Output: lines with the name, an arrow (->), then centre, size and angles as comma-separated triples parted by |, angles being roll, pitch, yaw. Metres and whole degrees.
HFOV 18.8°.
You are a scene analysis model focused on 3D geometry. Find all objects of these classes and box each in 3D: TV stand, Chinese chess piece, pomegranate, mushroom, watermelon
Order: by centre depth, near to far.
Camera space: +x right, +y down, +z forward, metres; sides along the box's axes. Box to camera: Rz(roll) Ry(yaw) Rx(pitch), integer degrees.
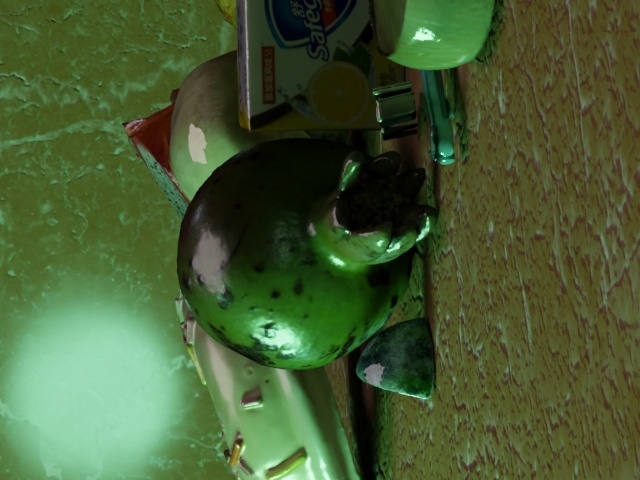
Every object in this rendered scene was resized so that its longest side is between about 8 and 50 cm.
Chinese chess piece -> 0.091, -0.229, 1.535 | 0.188, 0.083, 0.188 | -178, 90, -82
TV stand -> 0.068, -0.116, 1.737 | 0.249, 0.036, 0.042 | -14, -85, -87
watermelon -> 0.077, 0.119, 1.843 | 0.061, 0.085, 0.085 | 36, -137, -53
pomegranate -> 0.006, -0.008, 1.885 | 0.306, 0.242, 0.242 | -32, 49, 33
mushroom -> -0.037, -0.120, 2.194 | 0.234, 0.254, 0.260 | -39, 12, 26

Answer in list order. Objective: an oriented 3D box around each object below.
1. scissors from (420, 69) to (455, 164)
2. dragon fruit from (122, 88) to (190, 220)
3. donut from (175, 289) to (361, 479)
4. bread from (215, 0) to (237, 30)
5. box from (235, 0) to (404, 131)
scissors -> 0.087, -0.229, 1.733 | 0.180, 0.032, 0.393 | 85, 178, -54
dragon fruit -> -0.086, -0.088, 2.504 | 0.305, 0.226, 0.305 | 54, 171, 13
donut -> -0.057, 0.188, 2.249 | 0.382, 0.142, 0.382 | 161, 90, -88
bread -> -0.035, -0.337, 2.120 | 0.268, 0.146, 0.268 | -8, 81, 62
box -> -0.002, -0.241, 1.950 | 0.097, 0.168, 0.265 | -148, 58, -78
